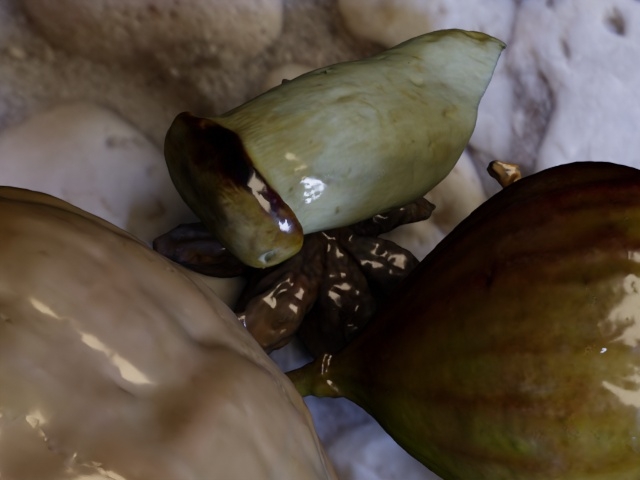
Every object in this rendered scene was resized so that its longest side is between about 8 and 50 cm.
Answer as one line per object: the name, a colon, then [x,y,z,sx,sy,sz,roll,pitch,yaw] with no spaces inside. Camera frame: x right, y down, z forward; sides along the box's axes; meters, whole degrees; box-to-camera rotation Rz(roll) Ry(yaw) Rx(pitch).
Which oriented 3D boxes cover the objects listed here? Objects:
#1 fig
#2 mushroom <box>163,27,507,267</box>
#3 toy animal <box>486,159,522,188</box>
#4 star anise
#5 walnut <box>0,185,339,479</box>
fig: [0.079,0.079,0.715,0.321,0.217,0.216,-11,83,9]
mushroom: [0.037,-0.071,0.785,0.107,0.087,0.333,48,38,14]
toy animal: [0.213,0.020,0.894,0.255,0.114,0.116,14,82,-44]
star anise: [-0.012,0.008,0.818,0.212,0.073,0.197,41,62,-11]
walnut: [-0.129,0.136,0.473,0.285,0.285,0.296,36,95,-16]
